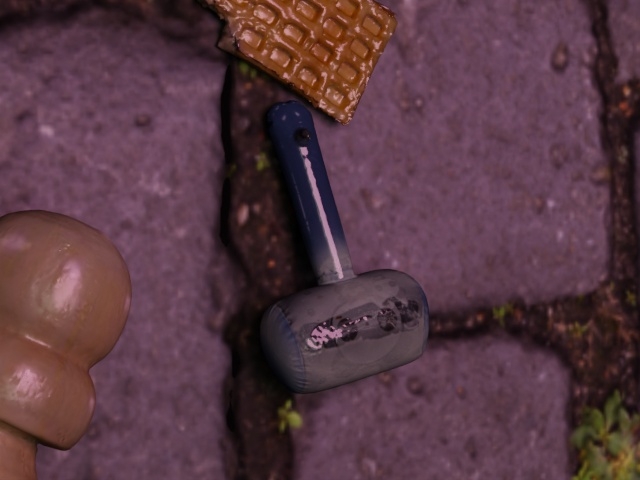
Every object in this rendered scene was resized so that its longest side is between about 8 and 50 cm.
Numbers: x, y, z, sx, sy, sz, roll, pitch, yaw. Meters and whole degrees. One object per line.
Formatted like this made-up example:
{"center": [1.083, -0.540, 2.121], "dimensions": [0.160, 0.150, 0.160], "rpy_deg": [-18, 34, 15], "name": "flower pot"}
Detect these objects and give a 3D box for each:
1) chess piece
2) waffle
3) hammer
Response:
{"center": [-0.197, 0.104, 0.839], "dimensions": [0.143, 0.143, 0.261], "rpy_deg": [27, 76, -23], "name": "chess piece"}
{"center": [-0.017, -0.148, 0.970], "dimensions": [0.135, 0.021, 0.092], "rpy_deg": [30, 79, -23], "name": "waffle"}
{"center": [0.000, 0.000, 0.965], "dimensions": [0.116, 0.069, 0.194], "rpy_deg": [-16, 90, -24], "name": "hammer"}
